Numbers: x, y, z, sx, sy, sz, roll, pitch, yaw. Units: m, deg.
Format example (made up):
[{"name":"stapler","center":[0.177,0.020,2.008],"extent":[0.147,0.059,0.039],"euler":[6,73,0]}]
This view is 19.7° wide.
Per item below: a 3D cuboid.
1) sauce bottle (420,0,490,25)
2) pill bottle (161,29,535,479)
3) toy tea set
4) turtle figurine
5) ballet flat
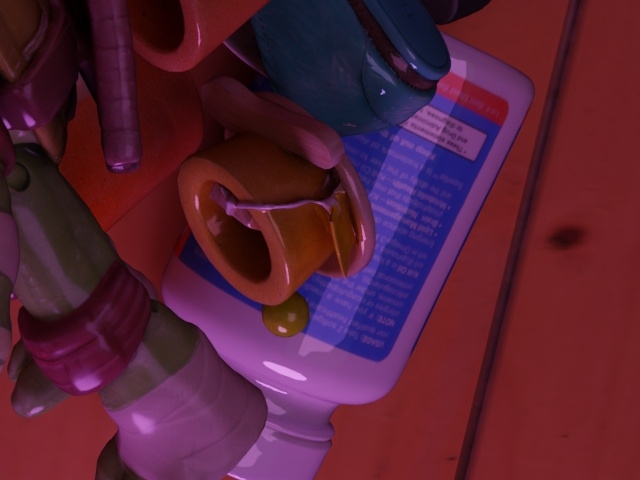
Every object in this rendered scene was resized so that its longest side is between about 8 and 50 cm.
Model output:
[{"name":"sauce bottle","center":[0.184,-0.204,0.905],"extent":[0.344,0.111,0.111],"euler":[-29,123,-22]},{"name":"pill bottle","center":[0.000,0.000,0.861],"extent":[0.124,0.124,0.221],"euler":[22,96,-38]},{"name":"toy tea set","center":[-0.107,-0.102,0.699],"extent":[0.124,0.200,0.336],"euler":[-35,126,-27]},{"name":"turtle figurine","center":[-0.154,0.002,0.598],"extent":[0.266,0.198,0.274],"euler":[55,47,-39]},{"name":"ballet flat","center":[-0.037,-0.150,0.765],"extent":[0.247,0.087,0.083],"euler":[63,24,4]}]
